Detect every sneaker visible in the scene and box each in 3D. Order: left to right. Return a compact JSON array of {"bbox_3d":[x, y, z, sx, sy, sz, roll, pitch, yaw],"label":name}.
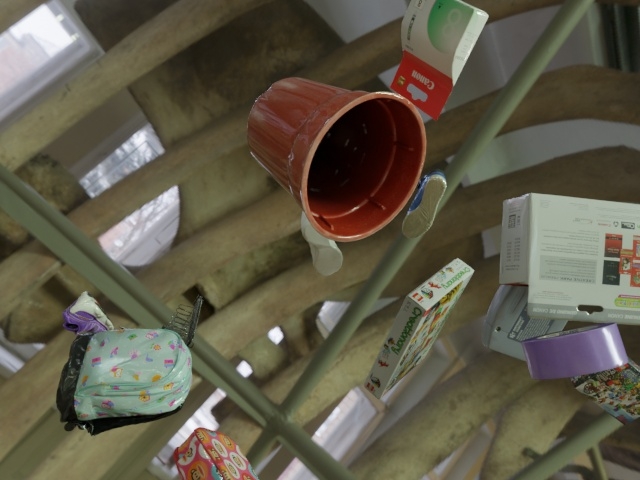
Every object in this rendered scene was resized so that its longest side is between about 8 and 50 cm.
[{"bbox_3d":[-0.437,0.145,0.991,0.068,0.071,0.170,50,-21,14],"label":"sneaker"},{"bbox_3d":[0.000,0.000,1.393,0.094,0.080,0.212,-110,180,-46],"label":"sneaker"},{"bbox_3d":[0.222,-0.080,1.133,0.058,0.085,0.152,22,-61,4],"label":"sneaker"}]

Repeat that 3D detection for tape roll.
[{"bbox_3d":[0.520,0.228,1.103,0.189,0.188,0.080,129,-50,-73],"label":"tape roll"}]

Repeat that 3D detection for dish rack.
[{"bbox_3d":[-0.449,0.301,1.675,0.074,0.208,0.271,23,-53,-21],"label":"dish rack"}]

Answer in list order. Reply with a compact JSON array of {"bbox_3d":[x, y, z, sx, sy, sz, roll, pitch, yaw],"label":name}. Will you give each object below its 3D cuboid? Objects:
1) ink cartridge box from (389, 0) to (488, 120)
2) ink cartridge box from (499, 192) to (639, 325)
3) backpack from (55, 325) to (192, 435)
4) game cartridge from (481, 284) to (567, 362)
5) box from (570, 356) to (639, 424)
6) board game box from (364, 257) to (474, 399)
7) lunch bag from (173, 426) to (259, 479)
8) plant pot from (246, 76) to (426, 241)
[{"bbox_3d":[0.224,-0.393,1.113,0.056,0.225,0.181,3,35,-38],"label":"ink cartridge box"},{"bbox_3d":[0.581,0.047,1.222,0.309,0.272,0.130,6,-5,-9],"label":"ink cartridge box"},{"bbox_3d":[-0.285,0.201,0.800,0.181,0.152,0.115,1,-42,-6],"label":"backpack"},{"bbox_3d":[0.544,0.166,1.368,0.196,0.294,0.060,20,16,-16],"label":"game cartridge"},{"bbox_3d":[0.863,0.423,1.537,0.233,0.159,0.044,35,28,-16],"label":"box"},{"bbox_3d":[0.209,0.195,1.162,0.053,0.193,0.305,38,-46,24],"label":"board game box"},{"bbox_3d":[-0.251,0.663,1.469,0.293,0.120,0.258,45,1,38],"label":"lunch bag"},{"bbox_3d":[0.007,-0.176,1.008,0.265,0.272,0.272,38,-16,44],"label":"plant pot"}]
